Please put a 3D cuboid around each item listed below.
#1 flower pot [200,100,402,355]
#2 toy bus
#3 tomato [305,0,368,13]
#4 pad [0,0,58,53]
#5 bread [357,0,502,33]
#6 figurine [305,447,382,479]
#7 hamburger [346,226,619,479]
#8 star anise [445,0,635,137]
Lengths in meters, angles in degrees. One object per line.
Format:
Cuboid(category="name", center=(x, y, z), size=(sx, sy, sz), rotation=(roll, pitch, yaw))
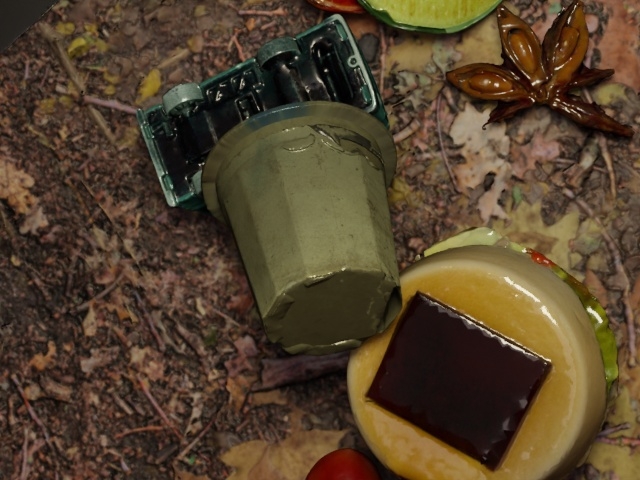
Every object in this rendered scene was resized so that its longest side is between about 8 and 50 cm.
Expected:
Cuboid(category="flower pot", center=(0.000, 0.000, 1.443), size=(0.212, 0.212, 0.203), rotation=(-24, 53, 10))
Cuboid(category="toy bus", center=(-0.053, -0.132, 1.555), size=(0.256, 0.147, 0.128), rotation=(-24, 77, 14))
Cuboid(category="tomato", center=(0.031, -0.324, 1.573), size=(0.155, 0.069, 0.156), rotation=(-1, 93, -13))
Cuboid(category="pad", center=(-0.433, -0.284, 1.696), size=(0.243, 0.004, 0.164), rotation=(-40, 84, 9))
Cuboid(category="bread", center=(0.117, -0.336, 1.543), size=(0.228, 0.033, 0.228), rotation=(0, 91, -14))
Cuboid(category="figurine", center=(0.015, 0.415, 1.531), size=(0.269, 0.261, 0.211), rotation=(44, 125, 6))
Cuboid(category="hamburger", center=(0.169, 0.143, 1.508), size=(0.302, 0.170, 0.302), rotation=(1, 92, 17))
Cuboid(category="star anise", center=(0.243, -0.194, 1.548), size=(0.212, 0.053, 0.157), rotation=(5, 92, 12))
